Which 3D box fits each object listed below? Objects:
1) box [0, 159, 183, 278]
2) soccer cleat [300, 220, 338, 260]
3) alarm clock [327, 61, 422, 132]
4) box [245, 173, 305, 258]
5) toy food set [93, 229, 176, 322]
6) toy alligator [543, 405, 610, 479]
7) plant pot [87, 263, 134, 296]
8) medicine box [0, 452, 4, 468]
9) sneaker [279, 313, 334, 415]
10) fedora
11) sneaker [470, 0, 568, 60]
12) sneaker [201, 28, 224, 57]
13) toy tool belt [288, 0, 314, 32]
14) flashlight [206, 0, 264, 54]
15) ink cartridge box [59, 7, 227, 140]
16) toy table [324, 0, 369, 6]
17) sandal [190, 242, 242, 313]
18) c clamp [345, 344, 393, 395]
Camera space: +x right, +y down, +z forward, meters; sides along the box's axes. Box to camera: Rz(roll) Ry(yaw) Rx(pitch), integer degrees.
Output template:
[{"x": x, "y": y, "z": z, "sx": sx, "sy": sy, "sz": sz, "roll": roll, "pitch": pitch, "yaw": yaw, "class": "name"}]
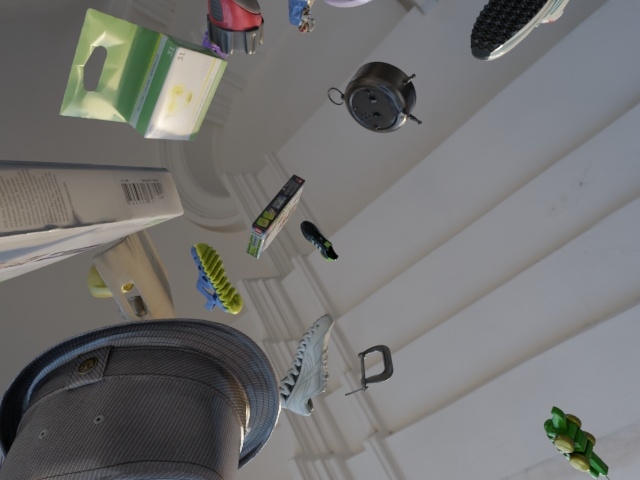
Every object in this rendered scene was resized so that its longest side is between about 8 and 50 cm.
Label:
[{"x": -0.323, "y": 0.009, "z": 0.354, "sx": 0.232, "sy": 0.322, "sz": 0.058, "roll": -30, "pitch": -79, "yaw": -74, "class": "box"}, {"x": 0.000, "y": 0.000, "z": 1.378, "sx": 0.060, "sy": 0.072, "sz": 0.179, "roll": -49, "pitch": -65, "yaw": -21, "class": "soccer cleat"}, {"x": 0.093, "y": -0.267, "z": 0.768, "sx": 0.192, "sy": 0.064, "sz": 0.129, "roll": 18, "pitch": 154, "yaw": 32, "class": "alarm clock"}, {"x": -0.108, "y": -0.061, "z": 0.987, "sx": 0.036, "sy": 0.114, "sz": 0.207, "roll": 29, "pitch": -132, "yaw": 4, "class": "box"}, {"x": -0.391, "y": 0.046, "z": 0.823, "sx": 0.306, "sy": 0.093, "sz": 0.219, "roll": 46, "pitch": 154, "yaw": 53, "class": "toy food set"}, {"x": 0.426, "y": 0.351, "z": 0.665, "sx": 0.189, "sy": 0.051, "sz": 0.056, "roll": 50, "pitch": -126, "yaw": -2, "class": "toy alligator"}, {"x": -0.652, "y": 0.122, "z": 1.283, "sx": 0.095, "sy": 0.134, "sz": 0.134, "roll": 9, "pitch": -154, "yaw": 8, "class": "plant pot"}, {"x": -0.772, "y": 0.541, "z": 0.861, "sx": 0.149, "sy": 0.290, "sz": 0.263, "roll": 82, "pitch": 172, "yaw": -57, "class": "medicine box"}, {"x": -0.020, "y": 0.340, "z": 1.102, "sx": 0.118, "sy": 0.291, "sz": 0.110, "roll": 26, "pitch": -173, "yaw": 15, "class": "sneaker"}, {"x": -0.172, "y": 0.205, "z": 0.376, "sx": 0.124, "sy": 0.276, "sz": 0.243, "roll": -111, "pitch": 15, "yaw": -65, "class": "fedora"}, {"x": 0.221, "y": -0.238, "z": 0.412, "sx": 0.057, "sy": 0.161, "sz": 0.075, "roll": 39, "pitch": -177, "yaw": 39, "class": "sneaker"}, {"x": -0.248, "y": -0.445, "z": 0.920, "sx": 0.068, "sy": 0.071, "sz": 0.170, "roll": 32, "pitch": -175, "yaw": -13, "class": "sneaker"}, {"x": -0.038, "y": -0.409, "z": 0.723, "sx": 0.052, "sy": 0.083, "sz": 0.051, "roll": 18, "pitch": -126, "yaw": 11, "class": "toy tool belt"}, {"x": -0.135, "y": -0.459, "z": 0.633, "sx": 0.103, "sy": 0.304, "sz": 0.103, "roll": -3, "pitch": -128, "yaw": -14, "class": "flashlight"}, {"x": -0.280, "y": -0.255, "z": 0.668, "sx": 0.056, "sy": 0.171, "sz": 0.235, "roll": 40, "pitch": -154, "yaw": 14, "class": "ink cartridge box"}, {"x": 0.073, "y": -0.869, "z": 1.277, "sx": 0.161, "sy": 0.275, "sz": 0.251, "roll": 16, "pitch": -99, "yaw": -60, "class": "toy table"}, {"x": -0.434, "y": 0.161, "z": 1.575, "sx": 0.126, "sy": 0.138, "sz": 0.317, "roll": -56, "pitch": -53, "yaw": -67, "class": "sandal"}, {"x": 0.136, "y": 0.353, "z": 1.123, "sx": 0.160, "sy": 0.137, "sz": 0.022, "roll": -74, "pitch": -38, "yaw": -61, "class": "c clamp"}]
